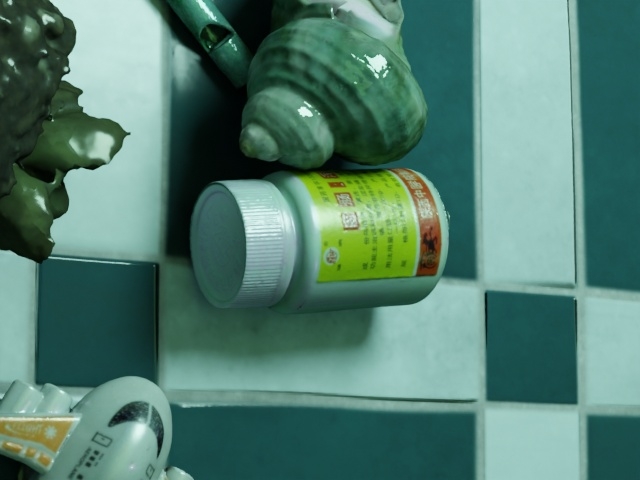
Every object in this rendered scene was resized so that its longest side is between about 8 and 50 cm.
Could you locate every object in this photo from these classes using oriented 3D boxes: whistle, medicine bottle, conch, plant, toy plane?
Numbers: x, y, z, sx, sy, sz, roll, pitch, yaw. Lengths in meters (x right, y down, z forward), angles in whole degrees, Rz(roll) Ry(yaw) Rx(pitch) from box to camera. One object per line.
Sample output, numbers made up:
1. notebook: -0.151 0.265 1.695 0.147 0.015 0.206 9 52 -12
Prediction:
1. whistle: -0.125 -0.231 1.621 0.039 0.039 0.186 -44 105 -27
2. medicine bottle: 0.000 0.000 1.599 0.225 0.139 0.139 -3 84 -30
3. conch: 0.013 -0.164 1.595 0.220 0.195 0.277 52 58 -20
4. plant: -0.313 -0.120 1.412 0.215 0.213 0.312 -66 149 -19
5. toy plane: -0.206 0.228 1.462 0.245 0.117 0.244 5 80 -27
